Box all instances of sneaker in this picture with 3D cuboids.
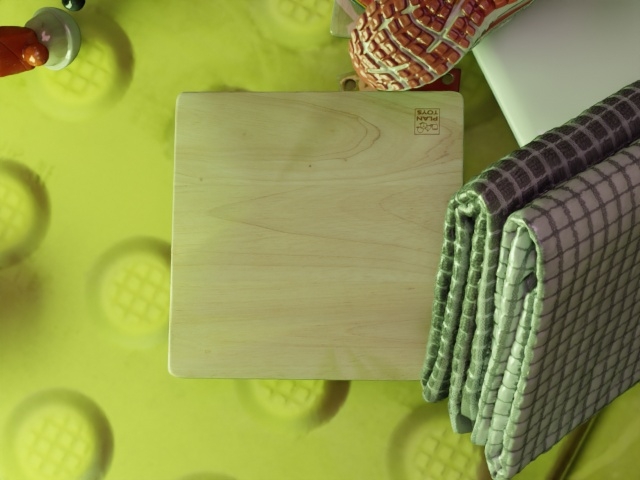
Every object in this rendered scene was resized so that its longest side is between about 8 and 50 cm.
[{"bbox_3d":[0.126,-0.200,1.655,0.225,0.092,0.088,-32,84,17],"label":"sneaker"}]

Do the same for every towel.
[{"bbox_3d":[0.202,0.026,1.600,0.235,0.284,0.121,-31,53,-34],"label":"towel"}]

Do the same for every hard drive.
[{"bbox_3d":[0.215,-0.241,1.714,0.210,0.040,0.319,-24,66,1],"label":"hard drive"}]

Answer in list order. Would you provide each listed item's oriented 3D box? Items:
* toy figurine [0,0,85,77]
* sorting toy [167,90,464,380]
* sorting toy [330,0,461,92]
[{"bbox_3d":[-0.280,-0.267,1.760,0.209,0.148,0.213,53,132,14],"label":"toy figurine"},{"bbox_3d":[0.000,0.000,1.751,0.257,0.089,0.256,0,82,5],"label":"sorting toy"},{"bbox_3d":[0.080,-0.241,1.799,0.132,0.046,0.275,8,83,7],"label":"sorting toy"}]
